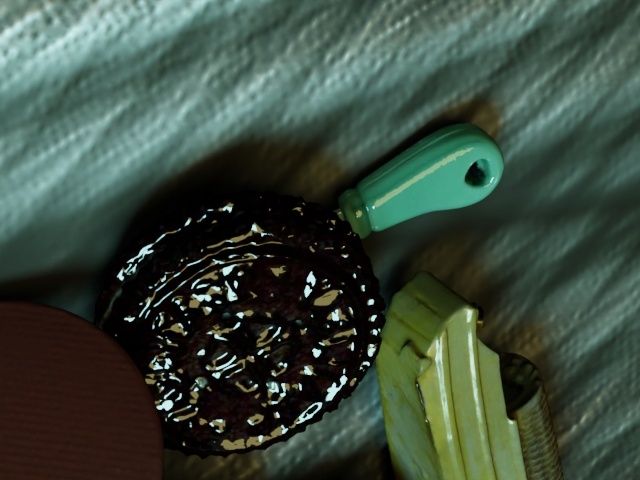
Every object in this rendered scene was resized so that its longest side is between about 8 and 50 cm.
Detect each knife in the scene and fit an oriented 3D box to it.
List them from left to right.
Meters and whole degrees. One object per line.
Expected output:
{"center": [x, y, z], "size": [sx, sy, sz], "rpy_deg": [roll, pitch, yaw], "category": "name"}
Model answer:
{"center": [0.001, 0.001, 1.082], "size": [0.260, 0.034, 0.063], "rpy_deg": [-27, 132, -5], "category": "knife"}

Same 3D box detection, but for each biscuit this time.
{"center": [-0.051, 0.055, 1.048], "size": [0.194, 0.053, 0.194], "rpy_deg": [-11, 128, -14], "category": "biscuit"}

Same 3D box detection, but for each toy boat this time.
{"center": [0.113, 0.154, 1.168], "size": [0.115, 0.089, 0.310], "rpy_deg": [-26, 122, -21], "category": "toy boat"}

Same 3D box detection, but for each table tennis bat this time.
{"center": [-0.193, 0.157, 0.909], "size": [0.200, 0.310, 0.038], "rpy_deg": [6, 142, 3], "category": "table tennis bat"}
